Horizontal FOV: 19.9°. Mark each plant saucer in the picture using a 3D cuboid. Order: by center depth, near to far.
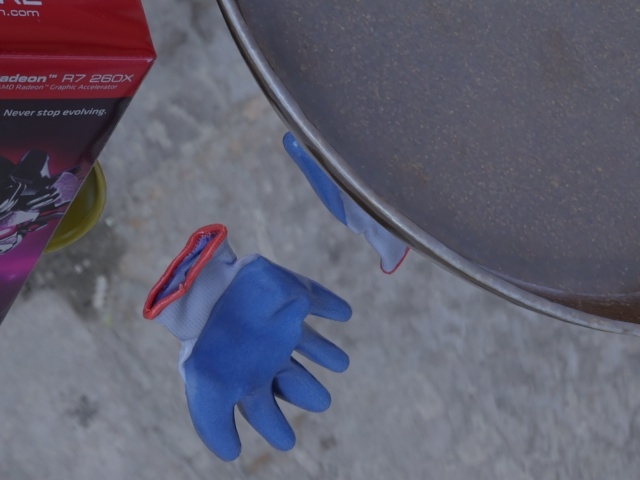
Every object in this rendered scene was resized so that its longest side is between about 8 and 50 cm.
[{"bbox_3d":[0.083,-0.100,0.678,0.310,0.050,0.310,14,58,-23],"label":"plant saucer"}]

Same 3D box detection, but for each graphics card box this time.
[{"bbox_3d":[-0.274,-0.036,1.106,0.233,0.371,0.094,-2,59,-33],"label":"graphics card box"}]

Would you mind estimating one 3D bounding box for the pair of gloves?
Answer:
[{"bbox_3d":[0.000,0.000,0.793,0.023,0.159,0.198,27,74,29],"label":"pair of gloves"}]

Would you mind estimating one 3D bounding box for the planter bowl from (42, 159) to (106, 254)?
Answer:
[{"bbox_3d":[-0.253,-0.083,1.294,0.217,0.217,0.090,-2,54,11],"label":"planter bowl"}]
